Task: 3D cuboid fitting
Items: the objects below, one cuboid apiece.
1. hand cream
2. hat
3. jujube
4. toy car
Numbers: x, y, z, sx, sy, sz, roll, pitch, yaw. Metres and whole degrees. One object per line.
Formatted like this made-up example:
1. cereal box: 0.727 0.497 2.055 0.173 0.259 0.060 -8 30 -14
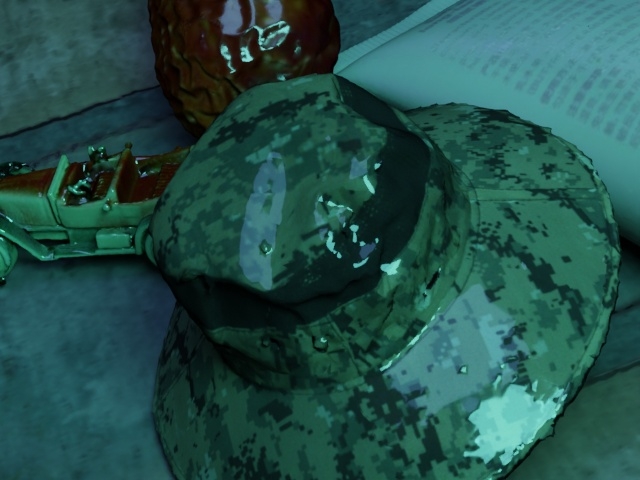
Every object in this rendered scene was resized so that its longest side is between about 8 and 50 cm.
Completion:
1. hand cream: 0.158 -0.074 0.933 0.185 0.118 0.358 -32 35 -13
2. hat: 0.000 0.000 0.816 0.265 0.128 0.266 -20 45 21
3. jujube: -0.045 -0.125 1.029 0.112 0.109 0.176 -40 35 17
4. toy car: -0.125 -0.018 0.973 0.143 0.054 0.073 -2 40 13
